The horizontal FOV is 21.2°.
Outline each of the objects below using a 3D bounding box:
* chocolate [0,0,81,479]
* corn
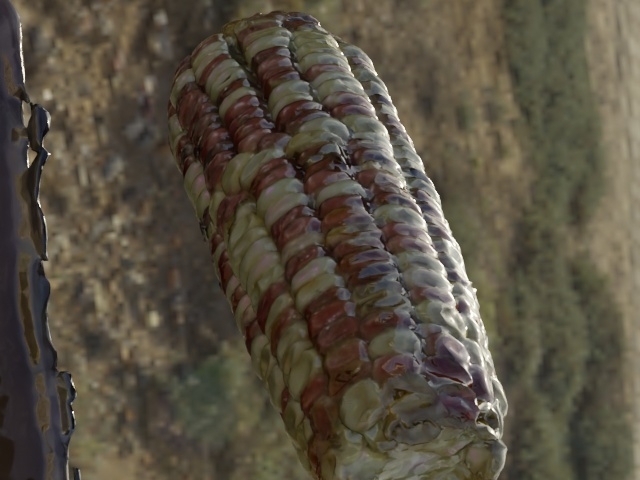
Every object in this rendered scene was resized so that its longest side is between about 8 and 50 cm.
[{"bbox_3d":[-0.174,0.032,0.589,0.161,0.083,0.261,1,77,-28],"label":"chocolate"},{"bbox_3d":[0.000,0.000,0.516,0.237,0.079,0.079,-109,173,-57],"label":"corn"}]
